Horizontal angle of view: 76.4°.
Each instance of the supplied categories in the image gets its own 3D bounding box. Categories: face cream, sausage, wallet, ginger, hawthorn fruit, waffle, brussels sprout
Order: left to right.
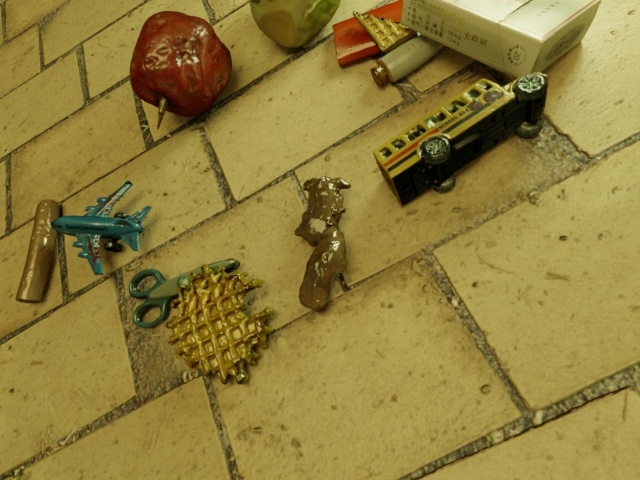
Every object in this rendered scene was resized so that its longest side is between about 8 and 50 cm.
[{"bbox_3d":[-0.760,0.023,1.105,0.066,0.066,0.301,-11,67,15],"label":"sausage"},{"bbox_3d":[-0.368,-0.459,1.070,0.258,0.258,0.261,0,40,20],"label":"hawthorn fruit"},{"bbox_3d":[-0.211,0.167,0.839,0.232,0.051,0.228,16,83,16],"label":"waffle"},{"bbox_3d":[-0.073,-0.670,1.064,0.260,0.227,0.294,5,77,37],"label":"brussels sprout"},{"bbox_3d":[0.000,-0.002,0.829,0.122,0.084,0.290,-2,68,12],"label":"ginger"},{"bbox_3d":[0.133,-0.527,1.025,0.205,0.045,0.142,-12,66,15],"label":"wallet"},{"bbox_3d":[0.153,-0.524,0.978,0.098,0.023,0.152,-33,69,6],"label":"waffle"},{"bbox_3d":[0.205,-0.430,0.956,0.182,0.051,0.072,-32,68,4],"label":"face cream"}]

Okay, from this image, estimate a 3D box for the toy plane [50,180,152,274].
[{"bbox_3d":[-0.558,-0.033,1.031,0.271,0.105,0.254,-1,67,20],"label":"toy plane"}]

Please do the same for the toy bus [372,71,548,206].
[{"bbox_3d":[0.273,-0.206,0.801,0.336,0.121,0.123,-34,54,5],"label":"toy bus"}]

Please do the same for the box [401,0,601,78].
[{"bbox_3d":[0.367,-0.482,0.863,0.210,0.095,0.330,-37,62,-19],"label":"box"}]

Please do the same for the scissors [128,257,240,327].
[{"bbox_3d":[-0.311,0.099,0.922,0.289,0.041,0.138,-21,68,11],"label":"scissors"}]
